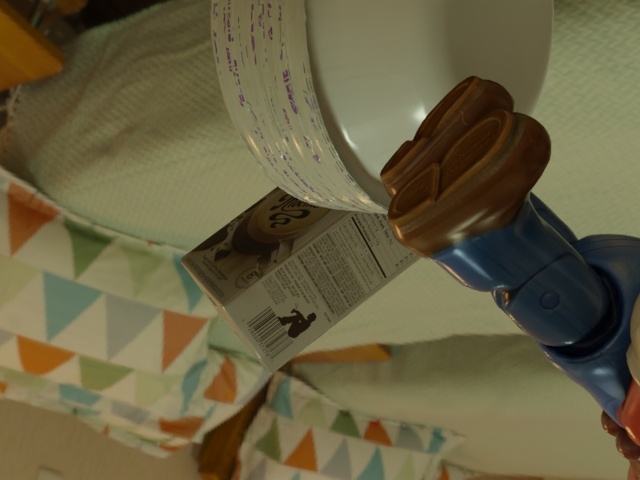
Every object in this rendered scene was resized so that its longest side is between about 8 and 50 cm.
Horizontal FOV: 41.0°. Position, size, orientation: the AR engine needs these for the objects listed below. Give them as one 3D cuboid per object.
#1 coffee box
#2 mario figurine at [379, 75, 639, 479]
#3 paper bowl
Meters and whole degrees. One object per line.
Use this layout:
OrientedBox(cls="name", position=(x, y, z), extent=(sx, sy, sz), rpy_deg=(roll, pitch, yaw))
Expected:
OrientedBox(cls="coffee box", position=(0.000, 0.000, 1.038), extent=(0.119, 0.297, 0.168), rpy_deg=(59, 167, -29))
OrientedBox(cls="mario figurine", position=(0.189, 0.035, 0.452), extent=(0.320, 0.198, 0.170), rpy_deg=(42, 142, -16))
OrientedBox(cls="paper bowl", position=(0.068, -0.159, 0.627), extent=(0.148, 0.284, 0.284), rpy_deg=(8, 156, 40))
